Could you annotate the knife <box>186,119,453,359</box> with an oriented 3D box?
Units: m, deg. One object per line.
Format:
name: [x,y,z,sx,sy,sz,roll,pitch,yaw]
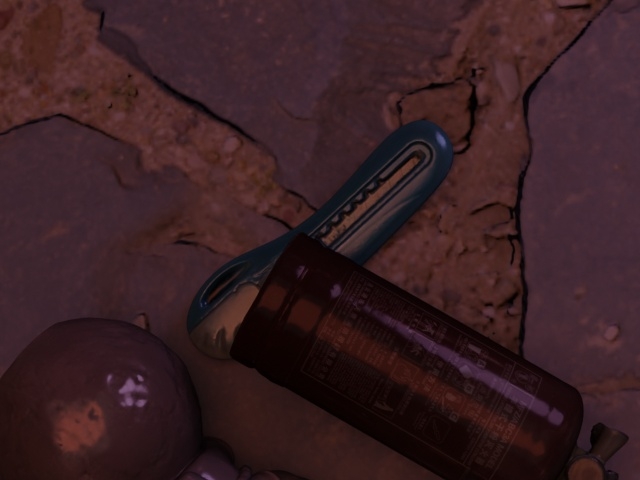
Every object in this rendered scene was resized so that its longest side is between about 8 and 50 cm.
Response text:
knife: [0.000,0.000,1.173,0.222,0.031,0.064,-41,78,1]

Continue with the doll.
doll: [-0.081,0.171,1.110,0.287,0.151,0.151,37,89,9]

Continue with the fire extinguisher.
fire extinguisher: [0.077,0.104,1.103,0.269,0.105,0.105,30,88,3]
